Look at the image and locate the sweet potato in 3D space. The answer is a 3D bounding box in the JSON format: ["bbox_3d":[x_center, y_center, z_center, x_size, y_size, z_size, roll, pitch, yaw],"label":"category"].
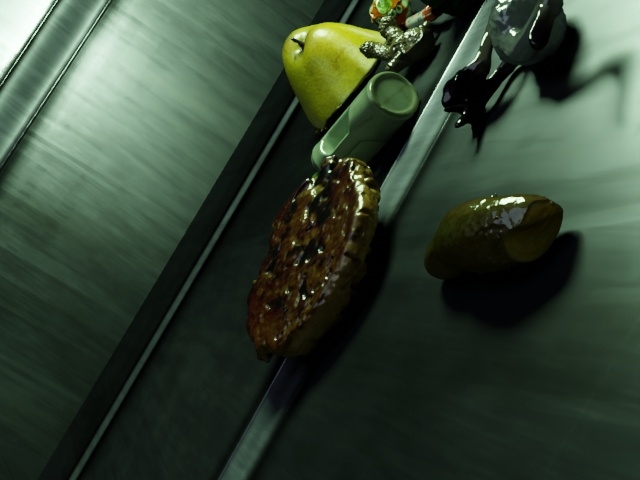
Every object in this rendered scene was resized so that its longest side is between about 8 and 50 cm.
[{"bbox_3d":[0.145,0.001,1.021,0.077,0.077,0.244,-62,15,-19],"label":"sweet potato"}]

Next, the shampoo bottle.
[{"bbox_3d":[0.056,-0.163,1.698,0.234,0.087,0.118,-47,0,40],"label":"shampoo bottle"}]

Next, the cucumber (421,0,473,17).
[{"bbox_3d":[0.191,-0.470,1.740,0.130,0.191,0.191,-47,16,20],"label":"cucumber"}]

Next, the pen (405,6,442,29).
[{"bbox_3d":[0.185,-0.400,1.883,0.028,0.028,0.239,-57,8,2],"label":"pen"}]

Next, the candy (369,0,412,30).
[{"bbox_3d":[0.160,-0.491,2.182,0.078,0.084,0.287,-49,5,23],"label":"candy"}]

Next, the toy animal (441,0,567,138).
[{"bbox_3d":[0.235,-0.239,1.215,0.324,0.090,0.195,134,159,-74],"label":"toy animal"}]

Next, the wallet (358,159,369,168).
[{"bbox_3d":[0.000,0.000,1.657,0.255,0.031,0.137,-53,16,26],"label":"wallet"}]

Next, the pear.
[{"bbox_3d":[0.006,-0.380,2.220,0.267,0.178,0.267,-52,10,13],"label":"pear"}]

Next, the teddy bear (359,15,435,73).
[{"bbox_3d":[0.145,-0.332,1.817,0.119,0.078,0.160,-49,30,-10],"label":"teddy bear"}]

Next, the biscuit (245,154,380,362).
[{"bbox_3d":[-0.003,0.028,1.475,0.289,0.081,0.334,-51,22,28],"label":"biscuit"}]
